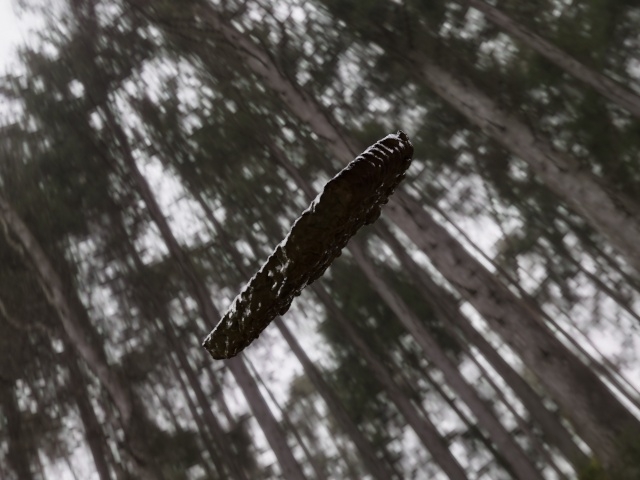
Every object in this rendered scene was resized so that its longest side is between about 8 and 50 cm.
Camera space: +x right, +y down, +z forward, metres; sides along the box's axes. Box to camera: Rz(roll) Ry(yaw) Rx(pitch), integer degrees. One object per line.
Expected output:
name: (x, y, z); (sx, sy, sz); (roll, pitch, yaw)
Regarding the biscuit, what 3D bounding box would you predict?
biscuit: (0.004, -0.002, 0.886); (0.025, 0.206, 0.126); (45, -129, 4)
